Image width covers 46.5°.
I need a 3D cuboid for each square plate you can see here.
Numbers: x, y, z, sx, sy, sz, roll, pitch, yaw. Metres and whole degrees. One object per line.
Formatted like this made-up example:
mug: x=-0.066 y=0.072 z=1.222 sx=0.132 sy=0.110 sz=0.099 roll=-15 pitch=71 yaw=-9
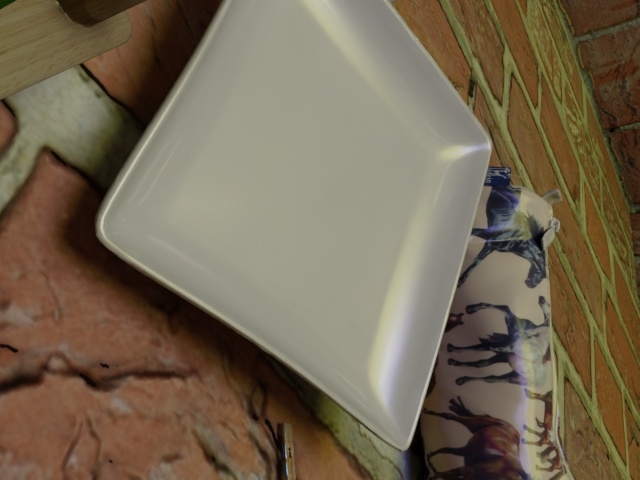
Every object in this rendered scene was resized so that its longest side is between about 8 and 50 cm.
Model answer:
square plate: x=0.012 y=-0.053 z=0.618 sx=0.344 sy=0.049 sz=0.347 roll=42 pitch=56 yaw=-36

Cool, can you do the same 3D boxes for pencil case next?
pencil case: x=0.199 y=0.127 z=0.856 sx=0.160 sy=0.184 sz=0.410 roll=31 pitch=53 yaw=-53

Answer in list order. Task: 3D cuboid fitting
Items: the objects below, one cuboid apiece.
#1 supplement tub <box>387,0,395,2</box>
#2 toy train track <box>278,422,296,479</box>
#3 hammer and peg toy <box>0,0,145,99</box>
supplement tub: x=0.002 y=-0.380 z=0.696 sx=0.315 sy=0.194 sz=0.193 roll=64 pitch=32 yaw=-22
toy train track: x=-0.028 y=0.191 z=0.603 sx=0.048 sy=0.014 sz=0.083 roll=24 pitch=53 yaw=-47
hammer and peg toy: x=-0.229 y=-0.151 z=0.263 sx=0.265 sy=0.128 sz=0.361 roll=67 pitch=31 yaw=-19
